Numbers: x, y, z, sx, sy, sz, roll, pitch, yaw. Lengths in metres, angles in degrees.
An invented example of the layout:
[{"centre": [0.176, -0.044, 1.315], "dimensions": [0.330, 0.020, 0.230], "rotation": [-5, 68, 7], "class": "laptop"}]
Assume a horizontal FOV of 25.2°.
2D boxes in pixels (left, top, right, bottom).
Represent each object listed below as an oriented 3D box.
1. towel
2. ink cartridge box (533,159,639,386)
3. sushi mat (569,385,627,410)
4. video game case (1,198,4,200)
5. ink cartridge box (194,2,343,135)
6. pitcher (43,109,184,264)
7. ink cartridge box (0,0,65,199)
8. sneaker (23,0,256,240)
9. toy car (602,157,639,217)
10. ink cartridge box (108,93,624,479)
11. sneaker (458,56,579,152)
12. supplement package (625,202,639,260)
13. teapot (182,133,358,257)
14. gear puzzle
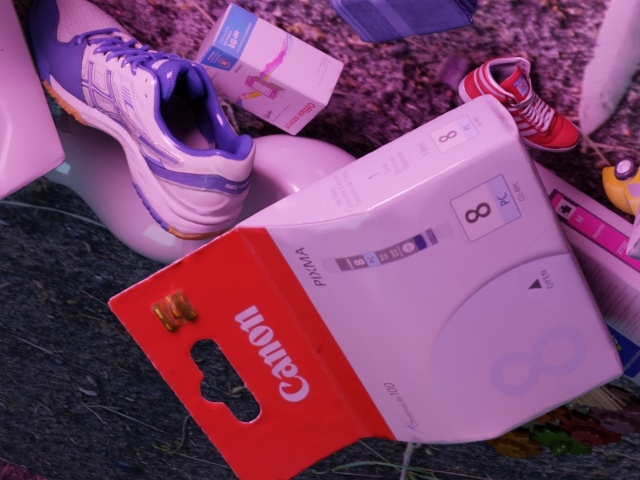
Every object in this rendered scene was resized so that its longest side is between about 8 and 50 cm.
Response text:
[{"centre": [0.069, -0.199, 1.201], "dimensions": [0.119, 0.029, 0.067], "rotation": [-2, 147, 42], "class": "towel"}, {"centre": [0.248, 0.026, 1.421], "dimensions": [0.371, 0.069, 0.175], "rotation": [32, 157, 8], "class": "ink cartridge box"}, {"centre": [0.211, 0.114, 1.649], "dimensions": [0.316, 0.019, 0.151], "rotation": [39, 158, -34], "class": "sushi mat"}, {"centre": [-0.498, -0.129, 1.800], "dimensions": [0.201, 0.023, 0.183], "rotation": [20, 156, 4], "class": "video game case"}, {"centre": [-0.052, -0.159, 1.349], "dimensions": [0.122, 0.052, 0.088], "rotation": [26, 157, -13], "class": "ink cartridge box"}, {"centre": [-0.203, -0.055, 1.625], "dimensions": [0.207, 0.125, 0.178], "rotation": [29, 177, 7], "class": "pitcher"}, {"centre": [-0.443, -0.141, 1.404], "dimensions": [0.354, 0.119, 0.207], "rotation": [0, 116, 33], "class": "ink cartridge box"}, {"centre": [-0.159, -0.145, 1.337], "dimensions": [0.296, 0.112, 0.131], "rotation": [48, 139, 13], "class": "sneaker"}, {"centre": [0.385, -0.034, 1.260], "dimensions": [0.225, 0.053, 0.239], "rotation": [26, 155, -9], "class": "toy car"}, {"centre": [0.050, 0.085, 1.301], "dimensions": [0.385, 0.091, 0.308], "rotation": [-28, 126, 3], "class": "ink cartridge box"}, {"centre": [0.184, -0.120, 1.257], "dimensions": [0.118, 0.042, 0.067], "rotation": [27, 158, -7], "class": "sneaker"}, {"centre": [0.313, -0.095, 0.962], "dimensions": [0.134, 0.244, 0.139], "rotation": [19, 156, 4], "class": "supplement package"}, {"centre": [0.000, 0.000, 1.451], "dimensions": [0.256, 0.187, 0.252], "rotation": [52, 135, 19], "class": "teapot"}, {"centre": [0.299, 0.248, 1.915], "dimensions": [0.176, 0.044, 0.339], "rotation": [25, 155, -9], "class": "gear puzzle"}]
